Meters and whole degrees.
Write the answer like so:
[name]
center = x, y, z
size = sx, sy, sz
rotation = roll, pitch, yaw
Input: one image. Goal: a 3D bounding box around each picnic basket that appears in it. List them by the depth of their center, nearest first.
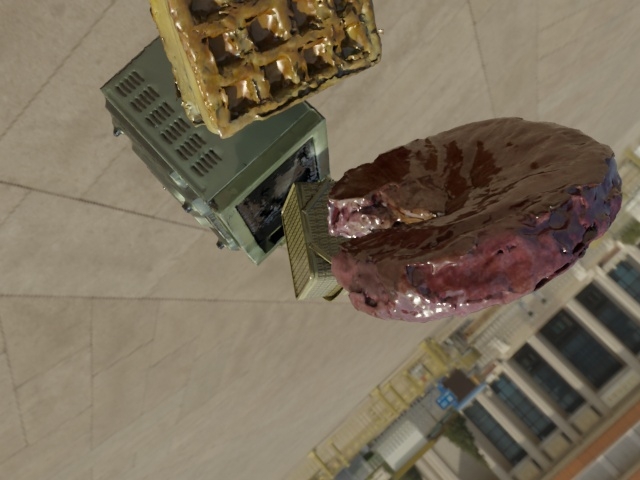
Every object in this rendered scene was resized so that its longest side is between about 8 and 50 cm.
[picnic basket]
center = 0.000, 0.000, 0.974
size = 0.079, 0.164, 0.115
rotation = -5, 159, -15

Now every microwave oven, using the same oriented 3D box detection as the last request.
[microwave oven]
center = -0.146, -0.133, 1.044
size = 0.218, 0.286, 0.355
rotation = -45, 169, -7

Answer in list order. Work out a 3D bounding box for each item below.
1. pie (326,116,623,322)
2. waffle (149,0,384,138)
[pie]
center = 0.095, -0.026, 0.467
size = 0.204, 0.054, 0.219
rotation = -25, -157, -7
[waffle]
center = -0.067, -0.271, 0.608
size = 0.212, 0.091, 0.308
rotation = -32, 127, -22
